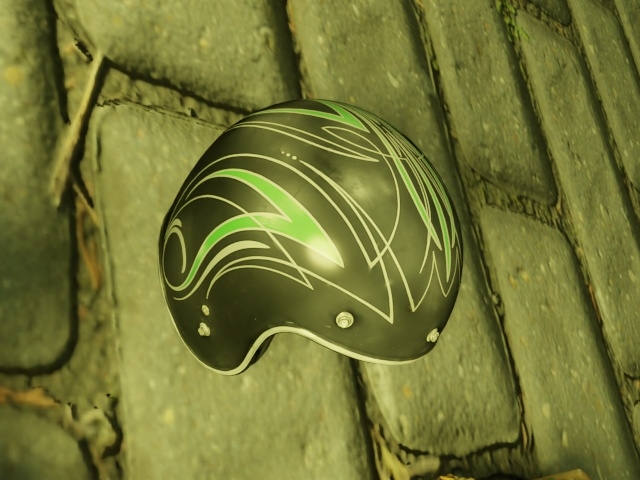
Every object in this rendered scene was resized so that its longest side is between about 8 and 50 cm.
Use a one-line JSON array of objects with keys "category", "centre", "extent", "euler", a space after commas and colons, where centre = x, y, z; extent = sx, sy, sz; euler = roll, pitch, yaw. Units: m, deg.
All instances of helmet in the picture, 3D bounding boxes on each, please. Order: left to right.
[{"category": "helmet", "centre": [0.000, 0.000, 0.523], "extent": [0.169, 0.162, 0.169], "euler": [28, 50, -39]}]

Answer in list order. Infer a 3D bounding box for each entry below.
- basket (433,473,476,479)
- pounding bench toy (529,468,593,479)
[{"category": "basket", "centre": [0.118, 0.258, 0.470], "extent": [0.299, 0.213, 0.223], "euler": [-15, 82, -53]}, {"category": "pounding bench toy", "centre": [0.194, 0.218, 0.723], "extent": [0.083, 0.052, 0.065], "euler": [42, 42, -27]}]
